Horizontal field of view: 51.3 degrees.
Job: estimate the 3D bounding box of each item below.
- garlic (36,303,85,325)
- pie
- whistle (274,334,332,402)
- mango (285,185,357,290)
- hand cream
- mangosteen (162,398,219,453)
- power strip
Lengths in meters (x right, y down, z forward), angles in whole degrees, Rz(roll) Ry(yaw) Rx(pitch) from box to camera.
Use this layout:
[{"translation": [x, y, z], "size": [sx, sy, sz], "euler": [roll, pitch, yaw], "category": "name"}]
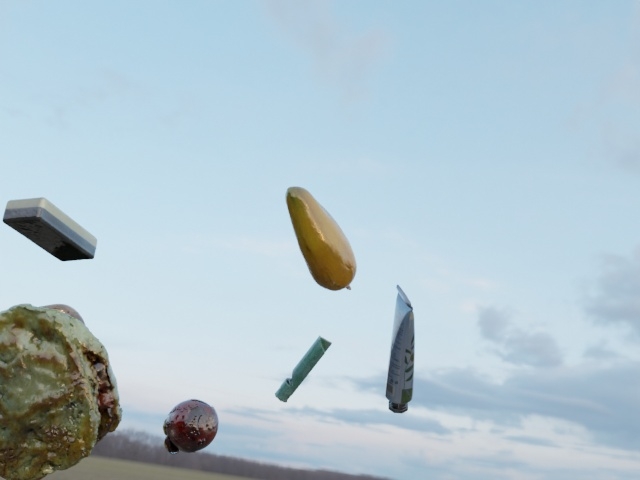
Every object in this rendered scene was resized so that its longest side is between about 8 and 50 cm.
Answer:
[{"translation": [-0.718, 0.254, 1.886], "size": [0.101, 0.195, 0.087], "euler": [-32, 19, -37], "category": "garlic"}, {"translation": [-0.670, 0.333, 1.533], "size": [0.395, 0.418, 0.180], "euler": [-31, -1, 20], "category": "pie"}, {"translation": [-0.040, 0.296, 1.538], "size": [0.039, 0.039, 0.186], "euler": [23, -68, -36], "category": "whistle"}, {"translation": [0.000, 0.000, 1.630], "size": [0.119, 0.176, 0.317], "euler": [-24, -71, 16], "category": "mango"}, {"translation": [0.153, 0.215, 1.271], "size": [0.055, 0.256, 0.088], "euler": [-4, 22, -6], "category": "hand cream"}, {"translation": [-0.399, 0.562, 2.004], "size": [0.180, 0.166, 0.166], "euler": [-27, -36, 28], "category": "mangosteen"}, {"translation": [-0.657, -0.022, 1.643], "size": [0.105, 0.070, 0.257], "euler": [-3, -26, 13], "category": "power strip"}]
